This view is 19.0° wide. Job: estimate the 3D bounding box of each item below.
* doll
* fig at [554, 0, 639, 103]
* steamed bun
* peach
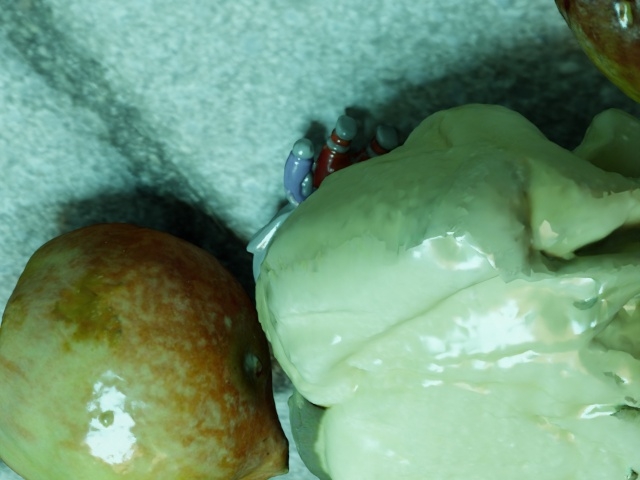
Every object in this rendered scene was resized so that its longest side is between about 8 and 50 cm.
[{"bbox_3d":[0.000,0.000,1.444,0.102,0.075,0.227,15,128,-13],"label":"doll"},{"bbox_3d":[0.245,-0.122,1.171,0.170,0.145,0.274,5,141,36],"label":"fig"},{"bbox_3d":[0.121,0.050,1.336,0.325,0.230,0.372,-3,136,19],"label":"steamed bun"},{"bbox_3d":[-0.135,0.112,1.495,0.257,0.232,0.232,22,139,-5],"label":"peach"}]
